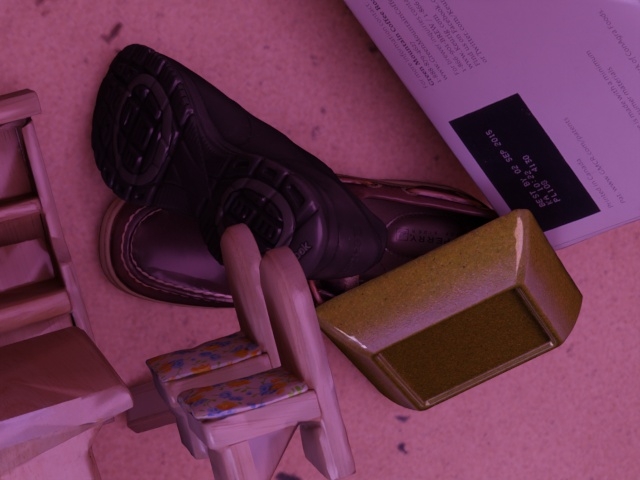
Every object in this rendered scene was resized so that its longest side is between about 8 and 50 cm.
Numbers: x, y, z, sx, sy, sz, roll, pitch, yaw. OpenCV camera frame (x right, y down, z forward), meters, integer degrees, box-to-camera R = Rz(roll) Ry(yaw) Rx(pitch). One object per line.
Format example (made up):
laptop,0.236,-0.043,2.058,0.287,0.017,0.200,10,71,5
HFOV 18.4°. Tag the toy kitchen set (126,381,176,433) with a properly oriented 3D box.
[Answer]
toy kitchen set,-0.103,0.125,1.586,0.083,0.075,0.068,46,32,-52

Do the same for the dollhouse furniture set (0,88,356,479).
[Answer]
dollhouse furniture set,-0.221,0.051,1.316,0.362,0.394,0.256,-17,100,-11

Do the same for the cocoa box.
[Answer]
cocoa box,0.190,-0.208,1.532,0.347,0.231,0.228,53,43,-18

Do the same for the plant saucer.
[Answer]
plant saucer,0.110,0.069,1.562,0.188,0.045,0.188,-26,148,9

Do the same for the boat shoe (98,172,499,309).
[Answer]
boat shoe,0.000,0.000,1.563,0.342,0.123,0.123,3,93,-23

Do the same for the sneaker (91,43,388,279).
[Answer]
sneaker,-0.065,-0.049,1.477,0.130,0.286,0.109,8,118,-49
